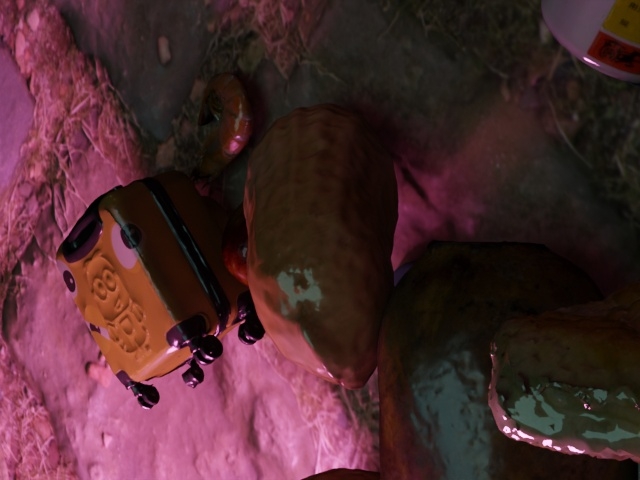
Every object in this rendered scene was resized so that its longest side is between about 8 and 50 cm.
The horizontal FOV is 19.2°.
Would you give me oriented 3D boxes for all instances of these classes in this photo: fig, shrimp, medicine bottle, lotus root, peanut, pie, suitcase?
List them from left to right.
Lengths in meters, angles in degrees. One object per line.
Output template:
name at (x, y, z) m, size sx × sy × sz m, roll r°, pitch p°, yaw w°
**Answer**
suitcase at (-0.180, 0.047, 2.157) m, size 0.194 × 0.143 × 0.235 m, roll -39°, pitch 78°, yaw 51°
shrimp at (-0.122, -0.125, 2.117) m, size 0.095 × 0.045 × 0.162 m, roll 58°, pitch 142°, yaw 15°
fig at (-0.041, -0.018, 2.034) m, size 0.155 × 0.103 × 0.109 m, roll -59°, pitch 9°, yaw 0°
peanut at (-0.001, -0.005, 1.864) m, size 0.340 × 0.158 × 0.174 m, roll -85°, pitch 3°, yaw -54°
lotus root at (0.172, 0.167, 1.760) m, size 0.250 × 0.250 × 0.346 m, roll -1°, pitch 98°, yaw 47°
medicine bottle at (0.286, -0.253, 1.567) m, size 0.139 × 0.139 × 0.225 m, roll 47°, pitch 132°, yaw 27°
pie at (0.352, 0.096, 1.403) m, size 0.395 × 0.418 × 0.180 m, roll -3°, pitch 95°, yaw 46°

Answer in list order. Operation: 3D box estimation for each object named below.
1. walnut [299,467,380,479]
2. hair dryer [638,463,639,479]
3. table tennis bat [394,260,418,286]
walnut at (0.012, 0.372, 1.950) m, size 0.252 × 0.277 × 0.313 m, roll 61°, pitch 163°, yaw 6°
hair dryer at (0.435, 0.251, 1.614) m, size 0.357 × 0.107 × 0.173 m, roll 9°, pitch 112°, yaw 39°
table tennis bat at (0.104, 0.120, 1.964) m, size 0.124 × 0.033 × 0.201 m, roll 21°, pitch 115°, yaw 47°
